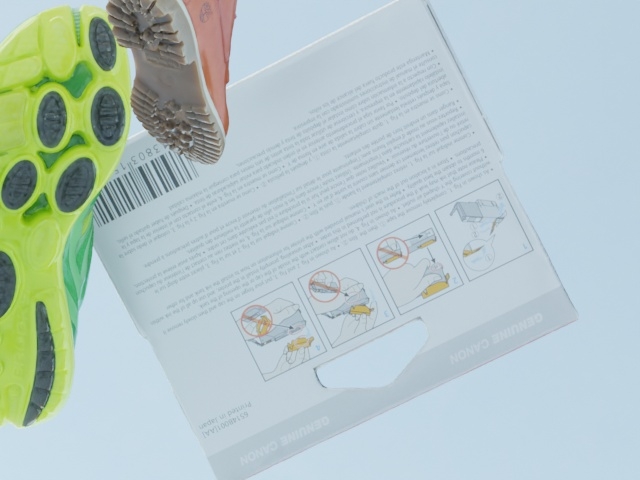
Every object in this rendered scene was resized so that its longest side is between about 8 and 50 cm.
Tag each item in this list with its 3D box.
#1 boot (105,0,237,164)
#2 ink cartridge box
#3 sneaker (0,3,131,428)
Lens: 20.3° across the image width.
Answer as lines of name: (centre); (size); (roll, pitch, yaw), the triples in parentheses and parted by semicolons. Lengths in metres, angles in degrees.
boot: (-0.069, -0.111, 1.013); (0.059, 0.085, 0.158); (20, -32, 18)
ink cartridge box: (0.000, 0.000, 1.302); (0.296, 0.066, 0.261); (-26, -86, 8)
sneaker: (-0.199, -0.022, 1.203); (0.109, 0.123, 0.296); (9, -71, -15)
